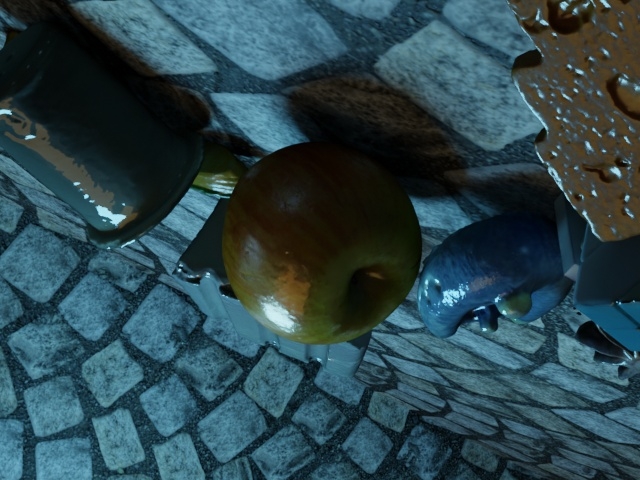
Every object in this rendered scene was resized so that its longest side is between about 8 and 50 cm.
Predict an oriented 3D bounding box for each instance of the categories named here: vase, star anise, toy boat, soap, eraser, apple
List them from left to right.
[{"bbox_3d":[-0.348,-0.166,1.198,0.245,0.245,0.291,6,147,47],"label":"vase"},{"bbox_3d":[-0.186,-0.110,1.330,0.230,0.089,0.088,22,144,34],"label":"toy boat"},{"bbox_3d":[-0.049,0.091,1.546,0.351,0.212,0.435,19,163,8],"label":"soap"},{"bbox_3d":[0.000,0.000,1.108,0.233,0.286,0.286,41,178,42],"label":"apple"},{"bbox_3d":[0.243,0.079,1.106,0.215,0.123,0.330,-8,156,-3],"label":"toy boat"},{"bbox_3d":[0.322,0.012,0.935,0.104,0.150,0.023,27,126,-9],"label":"eraser"},{"bbox_3d":[0.484,0.134,1.144,0.258,0.110,0.198,12,145,16],"label":"star anise"}]

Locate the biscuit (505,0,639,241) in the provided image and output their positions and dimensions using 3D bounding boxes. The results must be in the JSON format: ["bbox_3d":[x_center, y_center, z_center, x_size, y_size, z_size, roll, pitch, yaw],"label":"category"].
[{"bbox_3d":[0.260,-0.114,0.635,0.284,0.043,0.306,24,142,20],"label":"biscuit"}]

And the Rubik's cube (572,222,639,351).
[{"bbox_3d":[0.372,0.029,0.776,0.213,0.224,0.265,32,156,-36],"label":"Rubik's cube"}]

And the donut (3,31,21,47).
[{"bbox_3d":[-0.447,-0.280,1.259,0.108,0.043,0.097,14,162,17],"label":"donut"}]
